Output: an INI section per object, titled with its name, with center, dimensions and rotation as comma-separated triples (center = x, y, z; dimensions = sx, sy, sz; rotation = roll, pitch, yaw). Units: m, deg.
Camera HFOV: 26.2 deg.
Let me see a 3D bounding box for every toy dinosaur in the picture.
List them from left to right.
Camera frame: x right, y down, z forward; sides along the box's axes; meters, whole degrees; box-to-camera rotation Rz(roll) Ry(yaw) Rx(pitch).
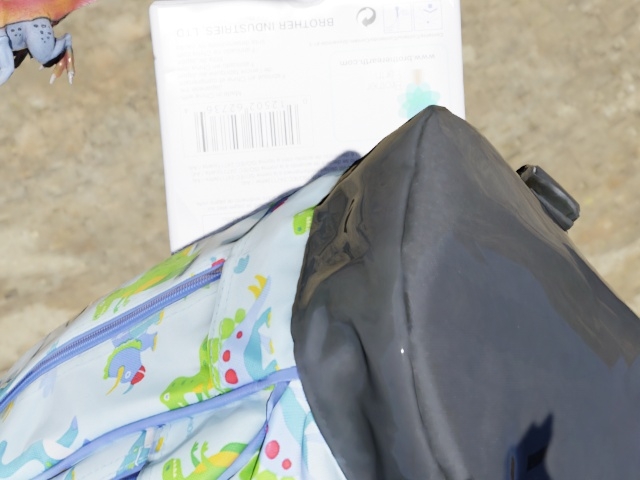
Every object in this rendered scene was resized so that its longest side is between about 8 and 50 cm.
[toy dinosaur]
center = -0.126, -0.086, 0.522
dimensions = 0.090, 0.047, 0.082
rotation = -58, 162, -9

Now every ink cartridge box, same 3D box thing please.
[ink cartridge box]
center = 0.000, 0.000, 0.858
dimensions = 0.185, 0.311, 0.065
rotation = -5, -172, -4

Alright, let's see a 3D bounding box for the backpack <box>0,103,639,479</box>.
[backpack]
center = -0.029, 0.137, 0.619
dimensions = 0.355, 0.273, 0.290
rotation = -10, 135, 41
